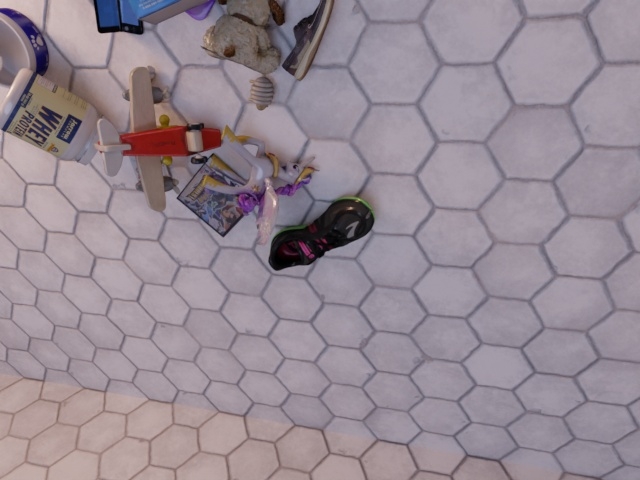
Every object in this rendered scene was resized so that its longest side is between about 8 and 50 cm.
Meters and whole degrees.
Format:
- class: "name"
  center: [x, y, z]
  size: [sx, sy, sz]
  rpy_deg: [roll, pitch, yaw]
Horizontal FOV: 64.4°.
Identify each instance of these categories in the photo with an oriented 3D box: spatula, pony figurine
- class: "spatula"
  center: [-0.330, -0.815, 1.560]
  size: [0.084, 0.030, 0.296]
  rpy_deg: [37, 125, -10]
- class: "pony figurine"
  center: [-0.221, -0.192, 1.800]
  size: [0.363, 0.303, 0.351]
  rpy_deg: [22, 100, -15]

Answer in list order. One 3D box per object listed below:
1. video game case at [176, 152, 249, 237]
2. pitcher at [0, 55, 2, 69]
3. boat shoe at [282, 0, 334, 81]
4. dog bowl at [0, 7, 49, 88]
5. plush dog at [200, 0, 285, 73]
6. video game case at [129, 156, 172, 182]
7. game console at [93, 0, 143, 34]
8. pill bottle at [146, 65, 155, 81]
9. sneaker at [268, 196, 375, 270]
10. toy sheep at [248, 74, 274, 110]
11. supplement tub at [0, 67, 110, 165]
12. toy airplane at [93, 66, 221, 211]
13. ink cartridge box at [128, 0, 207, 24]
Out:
- class: "video game case"
  center: [-0.404, -0.171, 2.012]
  size: [0.248, 0.035, 0.275]
  rpy_deg: [41, 125, -12]
- class: "pitcher"
  center: [-1.210, -0.667, 1.759]
  size: [0.207, 0.125, 0.178]
  rpy_deg: [22, 112, 16]
- class: "boat shoe"
  center: [-0.041, -0.628, 1.553]
  size: [0.092, 0.103, 0.285]
  rpy_deg: [25, 132, -6]
- class: "dog bowl"
  center: [-1.134, -0.696, 1.844]
  size: [0.264, 0.104, 0.265]
  rpy_deg: [8, 124, 12]
- class: "plush dog"
  center: [-0.237, -0.661, 1.557]
  size: [0.262, 0.210, 0.226]
  rpy_deg: [19, 100, 2]
- class: "video game case"
  center: [-0.677, -0.288, 2.028]
  size: [0.157, 0.019, 0.143]
  rpy_deg: [1, 123, 17]
- class: "game console"
  center: [-0.663, -0.752, 1.672]
  size: [0.124, 0.085, 0.144]
  rpy_deg: [14, 126, 8]
- class: "pill bottle"
  center: [-0.615, -0.577, 1.800]
  size: [0.043, 0.043, 0.083]
  rpy_deg: [38, 125, -10]
- class: "sneaker"
  center: [0.000, 0.000, 1.896]
  size: [0.482, 0.202, 0.185]
  rpy_deg: [-28, 111, 31]
- class: "toy sheep"
  center: [-0.196, -0.500, 1.698]
  size: [0.091, 0.091, 0.132]
  rpy_deg: [11, 120, 10]
- class: "supplement tub"
  center: [-0.961, -0.435, 1.835]
  size: [0.324, 0.236, 0.235]
  rpy_deg: [29, 131, -34]
- class: "toy airplane"
  center: [-0.602, -0.349, 1.809]
  size: [0.384, 0.272, 0.386]
  rpy_deg: [39, 93, -25]
- class: "ink cartridge box"
  center: [-0.451, -0.856, 1.408]
  size: [0.285, 0.166, 0.395]
  rpy_deg: [-21, 106, 7]
